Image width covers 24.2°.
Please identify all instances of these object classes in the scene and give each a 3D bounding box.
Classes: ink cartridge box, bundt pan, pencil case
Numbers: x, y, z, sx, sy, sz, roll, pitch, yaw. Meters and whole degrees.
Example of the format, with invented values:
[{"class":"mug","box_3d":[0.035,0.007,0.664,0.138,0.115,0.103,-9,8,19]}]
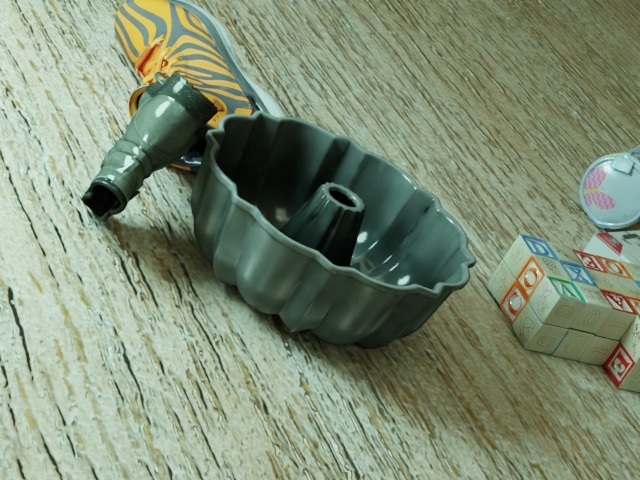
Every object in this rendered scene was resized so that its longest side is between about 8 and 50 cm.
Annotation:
[{"class":"ink cartridge box","box_3d":[0.446,0.036,2.129,0.135,0.056,0.099,-4,41,-49]},{"class":"bundt pan","box_3d":[0.000,0.000,1.654,0.331,0.124,0.331,23,25,-12]},{"class":"pencil case","box_3d":[0.503,-0.096,2.353,0.113,0.124,0.273,38,28,17]}]

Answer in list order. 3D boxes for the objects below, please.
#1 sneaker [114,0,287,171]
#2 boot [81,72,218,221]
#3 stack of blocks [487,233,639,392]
[{"class":"sneaker","box_3d":[-0.184,-0.200,1.827,0.321,0.124,0.180,44,28,27]},{"class":"boot","box_3d":[-0.201,-0.091,1.606,0.083,0.161,0.246,42,-11,-6]},{"class":"stack of blocks","box_3d":[0.378,0.104,1.897,0.297,0.087,0.171,14,30,-29]}]
